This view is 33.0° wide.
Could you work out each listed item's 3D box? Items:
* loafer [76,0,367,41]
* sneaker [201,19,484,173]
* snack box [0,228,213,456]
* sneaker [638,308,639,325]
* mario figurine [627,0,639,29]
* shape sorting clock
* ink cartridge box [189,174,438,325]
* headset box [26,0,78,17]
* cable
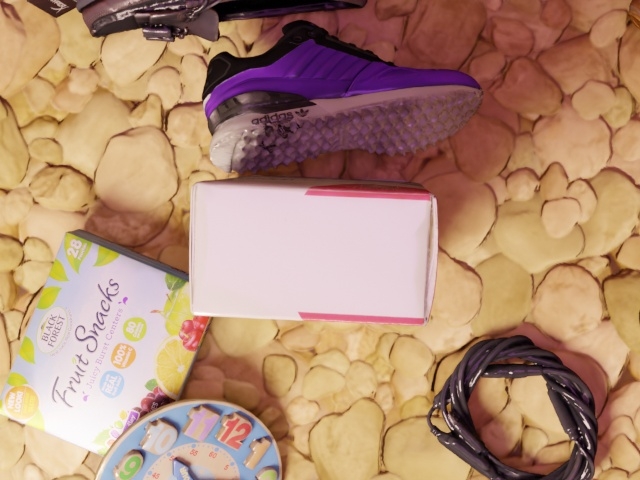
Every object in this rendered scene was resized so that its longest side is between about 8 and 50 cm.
[{"bbox_3d":[-0.096,-0.249,1.113,0.303,0.109,0.095,-17,95,0],"label":"loafer"},{"bbox_3d":[0.020,-0.165,1.101,0.293,0.102,0.146,-8,64,-16],"label":"sneaker"},{"bbox_3d":[-0.221,0.115,1.146,0.174,0.070,0.207,23,92,-1],"label":"snack box"},{"bbox_3d":[0.430,0.165,1.110,0.121,0.099,0.262,-20,92,-1],"label":"sneaker"},{"bbox_3d":[0.444,-0.320,1.054,0.198,0.170,0.320,40,95,2],"label":"mario figurine"},{"bbox_3d":[-0.136,0.261,1.126,0.206,0.040,0.206,-7,106,-25],"label":"shape sorting clock"},{"bbox_3d":[0.000,0.000,1.028,0.207,0.283,0.117,2,95,3],"label":"ink cartridge box"},{"bbox_3d":[-0.207,-0.397,1.106,0.293,0.110,0.218,-28,91,3],"label":"headset box"},{"bbox_3d":[0.216,0.190,1.148,0.184,0.047,0.150,35,88,3],"label":"cable"}]
